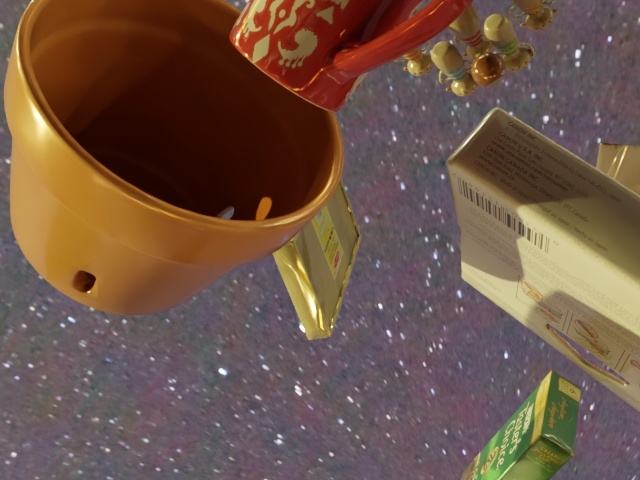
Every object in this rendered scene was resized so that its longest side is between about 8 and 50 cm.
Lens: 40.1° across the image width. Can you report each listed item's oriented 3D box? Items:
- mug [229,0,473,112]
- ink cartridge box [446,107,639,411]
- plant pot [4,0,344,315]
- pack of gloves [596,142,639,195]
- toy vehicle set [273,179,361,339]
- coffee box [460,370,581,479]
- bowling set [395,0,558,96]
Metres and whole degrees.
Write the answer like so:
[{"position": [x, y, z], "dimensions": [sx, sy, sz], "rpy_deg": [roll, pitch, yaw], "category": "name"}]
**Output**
[{"position": [0.023, -0.172, 0.560], "dimensions": [0.113, 0.150, 0.169], "rpy_deg": [32, -73, -17], "category": "mug"}, {"position": [0.241, 0.049, 0.710], "dimensions": [0.296, 0.261, 0.066], "rpy_deg": [38, -100, 22], "category": "ink cartridge box"}, {"position": [-0.152, -0.069, 0.791], "dimensions": [0.203, 0.291, 0.291], "rpy_deg": [-49, -126, 41], "category": "plant pot"}, {"position": [0.498, -0.021, 1.299], "dimensions": [0.195, 0.232, 0.046], "rpy_deg": [8, -152, 14], "category": "pack of gloves"}, {"position": [0.000, 0.000, 1.297], "dimensions": [0.035, 0.166, 0.267], "rpy_deg": [-10, -151, 19], "category": "toy vehicle set"}, {"position": [0.198, 0.230, 0.906], "dimensions": [0.040, 0.184, 0.113], "rpy_deg": [33, -146, 3], "category": "coffee box"}, {"position": [0.262, -0.303, 1.460], "dimensions": [0.287, 0.154, 0.200], "rpy_deg": [-20, -124, 23], "category": "bowling set"}]
